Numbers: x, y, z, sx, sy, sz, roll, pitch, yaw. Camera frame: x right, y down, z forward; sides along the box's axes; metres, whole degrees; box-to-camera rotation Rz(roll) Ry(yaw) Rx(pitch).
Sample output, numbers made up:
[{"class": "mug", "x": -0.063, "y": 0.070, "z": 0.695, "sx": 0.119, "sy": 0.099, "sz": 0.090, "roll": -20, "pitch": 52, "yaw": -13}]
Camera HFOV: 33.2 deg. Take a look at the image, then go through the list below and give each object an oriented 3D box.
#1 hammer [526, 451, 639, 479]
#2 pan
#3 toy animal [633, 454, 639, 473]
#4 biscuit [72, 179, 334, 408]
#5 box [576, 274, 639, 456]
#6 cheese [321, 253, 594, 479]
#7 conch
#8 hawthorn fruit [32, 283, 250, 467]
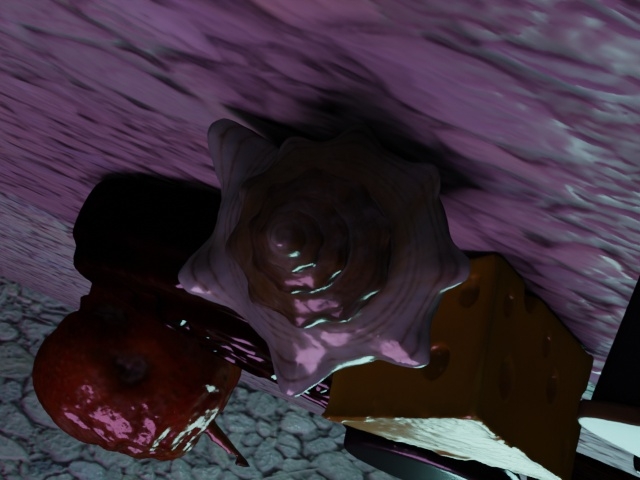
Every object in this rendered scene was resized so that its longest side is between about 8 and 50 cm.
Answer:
[{"class": "hammer", "x": 0.333, "y": 0.251, "z": 0.873, "sx": 0.408, "sy": 0.095, "sz": 0.242, "roll": 21, "pitch": 170, "yaw": -19}, {"class": "pan", "x": 0.064, "y": 0.168, "z": 0.822, "sx": 0.136, "sy": 0.028, "sz": 0.235, "roll": 25, "pitch": 165, "yaw": -10}, {"class": "toy animal", "x": 0.274, "y": 0.189, "z": 0.715, "sx": 0.121, "sy": 0.117, "sz": 0.210, "roll": 38, "pitch": -177, "yaw": 33}, {"class": "biscuit", "x": -0.010, "y": 0.076, "z": 0.858, "sx": 0.407, "sy": 0.091, "sz": 0.407, "roll": 22, "pitch": 169, "yaw": 5}, {"class": "box", "x": 0.210, "y": 0.066, "z": 0.387, "sx": 0.201, "sy": 0.090, "sz": 0.144, "roll": 29, "pitch": 167, "yaw": -26}, {"class": "cheese", "x": 0.109, "y": 0.086, "z": 0.645, "sx": 0.171, "sy": 0.093, "sz": 0.126, "roll": 27, "pitch": 156, "yaw": -34}, {"class": "conch", "x": -0.010, "y": 0.005, "z": 0.505, "sx": 0.137, "sy": 0.114, "sz": 0.234, "roll": 39, "pitch": 171, "yaw": -9}, {"class": "hawthorn fruit", "x": -0.157, "y": 0.142, "z": 1.084, "sx": 0.243, "sy": 0.207, "sz": 0.207, "roll": 42, "pitch": 169, "yaw": 3}]
